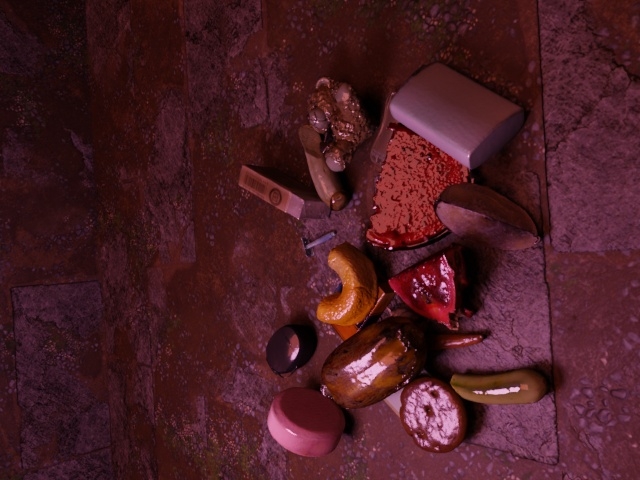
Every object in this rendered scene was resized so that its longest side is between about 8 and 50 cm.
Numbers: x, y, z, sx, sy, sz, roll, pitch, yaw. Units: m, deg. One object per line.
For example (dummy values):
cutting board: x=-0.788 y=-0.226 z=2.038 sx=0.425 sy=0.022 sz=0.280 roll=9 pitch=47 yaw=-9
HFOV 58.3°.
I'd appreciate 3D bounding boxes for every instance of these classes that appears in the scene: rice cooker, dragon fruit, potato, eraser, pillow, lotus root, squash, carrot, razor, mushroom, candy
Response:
rice cooker: x=-0.104 y=0.371 z=1.948 sx=0.142 sy=0.118 sz=0.203 roll=55 pitch=127 yaw=27
dragon fruit: x=0.280 y=-0.122 z=1.521 sx=0.282 sy=0.100 sz=0.343 roll=18 pitch=97 yaw=26
potato: x=0.397 y=-0.062 z=1.405 sx=0.120 sy=0.261 sz=0.100 roll=110 pitch=-178 yaw=-59
eraser: x=-0.122 y=-0.162 z=1.915 sx=0.343 sy=0.144 sz=0.078 roll=32 pitch=113 yaw=41
pillow: x=0.213 y=-0.307 z=1.636 sx=0.130 sy=0.033 sz=0.217 roll=38 pitch=119 yaw=39
lotus root: x=0.136 y=0.345 z=1.587 sx=0.397 sy=0.179 sz=0.196 roll=-42 pitch=64 yaw=41
dragon fruit: x=0.323 y=0.126 z=1.498 sx=0.262 sy=0.134 sz=0.211 roll=-28 pitch=84 yaw=59
squash: x=0.440 y=0.361 z=1.415 sx=0.250 sy=0.083 sz=0.083 roll=-18 pitch=80 yaw=48
carrot: x=0.351 y=0.267 z=1.522 sx=0.191 sy=0.047 sz=0.047 roll=-12 pitch=84 yaw=44
razor: x=0.000 y=0.000 z=1.882 sx=0.135 sy=0.040 sz=0.068 roll=-26 pitch=75 yaw=37
mushroom: x=0.002 y=-0.238 z=1.808 sx=0.087 sy=0.107 sz=0.333 roll=-24 pitch=70 yaw=7
candy: x=-0.047 y=0.565 z=1.817 sx=0.255 sy=0.255 sz=0.094 roll=36 pitch=118 yaw=39
eraser: x=0.330 y=-0.319 z=1.423 sx=0.189 sy=0.104 sz=0.290 roll=-38 pitch=55 yaw=-10

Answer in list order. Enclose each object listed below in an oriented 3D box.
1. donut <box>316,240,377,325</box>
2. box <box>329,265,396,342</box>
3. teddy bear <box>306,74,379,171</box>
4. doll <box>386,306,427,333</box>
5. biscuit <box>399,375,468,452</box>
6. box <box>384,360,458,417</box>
donut: x=0.087 y=0.141 z=1.669 sx=0.152 sy=0.101 sz=0.259 roll=17 pitch=100 yaw=38
box: x=0.112 y=0.189 z=1.749 sx=0.152 sy=0.070 sz=0.237 roll=49 pitch=126 yaw=32
teddy bear: x=0.047 y=-0.373 z=1.719 sx=0.256 sy=0.156 sz=0.267 roll=41 pitch=133 yaw=37
doll: x=0.234 y=0.232 z=1.618 sx=0.127 sy=0.073 sz=0.084 roll=25 pitch=102 yaw=38
biscuit: x=0.297 y=0.466 z=1.531 sx=0.212 sy=0.036 sz=0.212 roll=5 pitch=98 yaw=44
box: x=0.251 y=0.406 z=1.634 sx=0.270 sy=0.045 sz=0.210 roll=42 pitch=121 yaw=36
